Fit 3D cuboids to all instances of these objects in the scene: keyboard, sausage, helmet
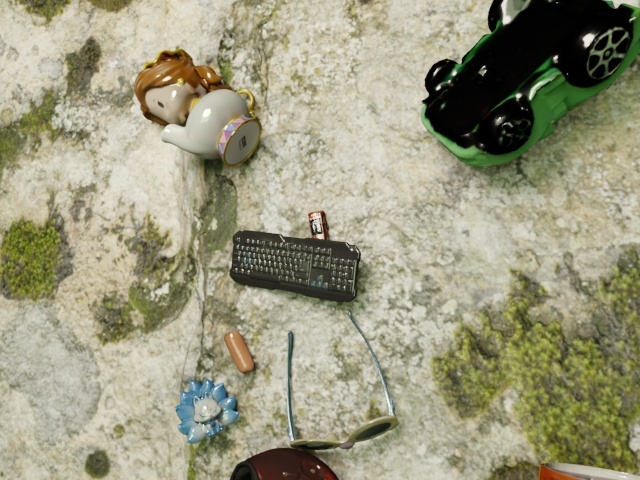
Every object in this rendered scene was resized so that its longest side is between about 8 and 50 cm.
[{"bbox_3d":[-0.052,0.041,0.917,0.262,0.016,0.106,7,91,27],"label":"keyboard"},{"bbox_3d":[-0.149,0.204,0.945,0.034,0.034,0.083,-30,78,9],"label":"sausage"},{"bbox_3d":[-0.054,0.433,0.812,0.216,0.193,0.189,24,102,24],"label":"helmet"}]

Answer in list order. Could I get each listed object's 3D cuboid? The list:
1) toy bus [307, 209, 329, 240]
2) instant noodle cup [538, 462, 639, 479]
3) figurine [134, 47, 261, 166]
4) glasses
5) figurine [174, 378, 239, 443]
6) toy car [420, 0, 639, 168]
[{"bbox_3d":[0.000,0.000,0.927,0.031,0.043,0.110,-12,81,12],"label":"toy bus"},{"bbox_3d":[0.395,0.420,0.691,0.250,0.250,0.192,4,76,14],"label":"instant noodle cup"},{"bbox_3d":[-0.237,-0.253,0.970,0.263,0.142,0.189,38,62,16],"label":"figurine"},{"bbox_3d":[0.015,0.243,0.872,0.189,0.088,0.221,-19,79,11],"label":"glasses"},{"bbox_3d":[-0.210,0.296,0.925,0.114,0.079,0.114,3,75,-11],"label":"figurine"},{"bbox_3d":[0.340,-0.263,0.808,0.359,0.176,0.213,-46,44,13],"label":"toy car"}]
